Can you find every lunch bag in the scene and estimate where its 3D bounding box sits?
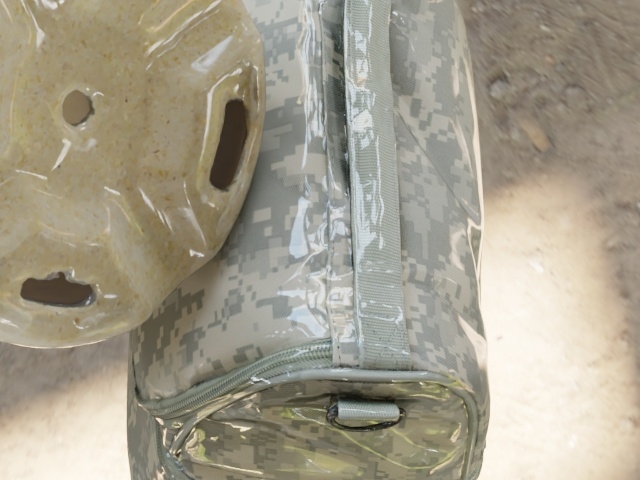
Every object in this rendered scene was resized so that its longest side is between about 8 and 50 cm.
[{"bbox_3d":[0.000,0.000,0.861,0.213,0.256,0.305,6,61,-13],"label":"lunch bag"}]

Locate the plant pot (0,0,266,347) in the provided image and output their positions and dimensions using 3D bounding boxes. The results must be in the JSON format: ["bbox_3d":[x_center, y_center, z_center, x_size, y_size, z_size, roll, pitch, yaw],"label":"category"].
[{"bbox_3d":[-0.208,-0.080,0.767,0.334,0.305,0.333,-13,109,-44],"label":"plant pot"}]
